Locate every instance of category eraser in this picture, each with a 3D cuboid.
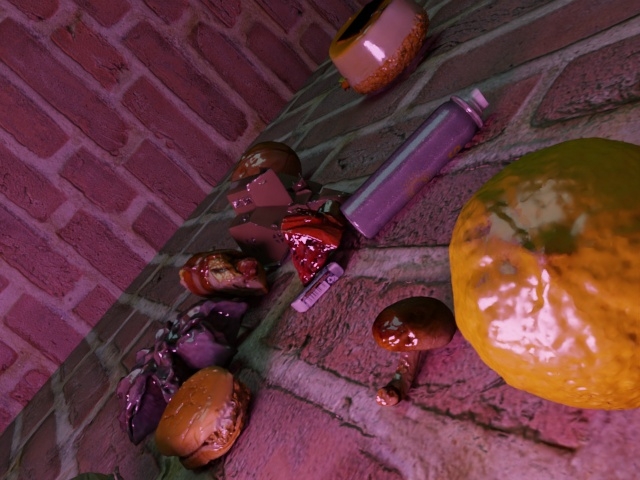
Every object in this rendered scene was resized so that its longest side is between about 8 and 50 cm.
[{"bbox_3d":[-0.005,0.074,1.007,0.099,0.027,0.019,-47,25,2],"label":"eraser"}]

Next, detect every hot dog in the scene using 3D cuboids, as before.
[{"bbox_3d":[-0.187,0.061,1.256,0.213,0.146,0.103,-9,69,47],"label":"hot dog"}]

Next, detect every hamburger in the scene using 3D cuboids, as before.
[{"bbox_3d":[0.160,-0.517,1.681,0.276,0.179,0.294,-56,23,-17],"label":"hamburger"},{"bbox_3d":[-0.167,0.250,0.914,0.147,0.083,0.138,-31,23,32],"label":"hamburger"}]

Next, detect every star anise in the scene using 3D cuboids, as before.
[{"bbox_3d":[-0.254,0.214,1.138,0.331,0.118,0.332,-36,22,18],"label":"star anise"}]

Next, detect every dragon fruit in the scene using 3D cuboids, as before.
[{"bbox_3d":[0.018,-0.006,1.076,0.092,0.123,0.192,-12,11,19],"label":"dragon fruit"}]

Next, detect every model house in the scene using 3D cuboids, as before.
[{"bbox_3d":[-0.050,-0.077,1.276,0.247,0.176,0.181,-15,32,31],"label":"model house"}]

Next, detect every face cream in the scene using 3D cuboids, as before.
[{"bbox_3d":[0.151,-0.124,0.997,0.283,0.073,0.073,-46,17,6],"label":"face cream"}]

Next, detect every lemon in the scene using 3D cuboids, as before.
[{"bbox_3d":[0.175,0.024,0.416,0.180,0.181,0.193,-34,-3,37],"label":"lemon"}]

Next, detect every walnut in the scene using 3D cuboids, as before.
[{"bbox_3d":[-0.142,-0.162,1.641,0.207,0.167,0.167,-39,19,31],"label":"walnut"}]

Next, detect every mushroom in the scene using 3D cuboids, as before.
[{"bbox_3d":[0.088,0.104,0.648,0.088,0.073,0.130,8,53,33],"label":"mushroom"}]

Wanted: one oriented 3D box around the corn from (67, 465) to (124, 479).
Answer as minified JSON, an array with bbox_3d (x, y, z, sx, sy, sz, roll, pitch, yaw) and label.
[{"bbox_3d":[-0.276,0.373,0.822,0.123,0.122,0.305,-42,13,-35],"label":"corn"}]
